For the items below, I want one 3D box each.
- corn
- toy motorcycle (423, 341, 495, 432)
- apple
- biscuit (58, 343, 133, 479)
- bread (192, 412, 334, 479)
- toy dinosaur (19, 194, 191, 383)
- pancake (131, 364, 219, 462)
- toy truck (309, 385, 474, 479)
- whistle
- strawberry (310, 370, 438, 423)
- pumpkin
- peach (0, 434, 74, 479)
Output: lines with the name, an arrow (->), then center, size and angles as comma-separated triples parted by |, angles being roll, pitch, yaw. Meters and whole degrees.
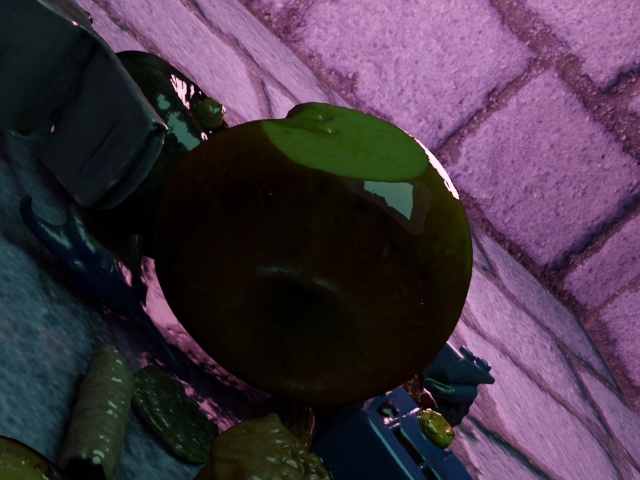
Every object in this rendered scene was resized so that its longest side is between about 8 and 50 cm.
corn -> -0.055, 0.250, 1.376 | 0.080, 0.080, 0.231 | 46, 19, -9
toy motorcycle -> 0.135, 0.163, 1.813 | 0.416, 0.232, 0.172 | 36, 8, -40
apple -> 0.000, 0.000, 1.440 | 0.384, 0.374, 0.374 | 42, 16, -13
biscuit -> -0.214, 0.174, 1.147 | 0.055, 0.061, 0.219 | 0, 22, -3
bread -> -0.056, 0.292, 1.170 | 0.139, 0.143, 0.229 | 3, 43, -55
toy dinosaur -> -0.245, 0.053, 1.345 | 0.247, 0.075, 0.188 | 40, 19, -51
pancake -> -0.161, 0.193, 1.314 | 0.129, 0.022, 0.116 | 48, 17, -2
toy truck -> 0.138, 0.359, 1.488 | 0.385, 0.161, 0.162 | 53, 25, 14
whistle -> -0.342, -0.203, 1.428 | 0.404, 0.168, 0.188 | 41, 10, 6
strawberry -> 0.036, 0.186, 1.631 | 0.228, 0.174, 0.098 | 41, 35, -13
pumpkin -> -0.211, -0.113, 1.581 | 0.300, 0.207, 0.300 | 54, 10, -14
peach -> -0.253, 0.238, 0.865 | 0.279, 0.068, 0.189 | 24, 36, -61
